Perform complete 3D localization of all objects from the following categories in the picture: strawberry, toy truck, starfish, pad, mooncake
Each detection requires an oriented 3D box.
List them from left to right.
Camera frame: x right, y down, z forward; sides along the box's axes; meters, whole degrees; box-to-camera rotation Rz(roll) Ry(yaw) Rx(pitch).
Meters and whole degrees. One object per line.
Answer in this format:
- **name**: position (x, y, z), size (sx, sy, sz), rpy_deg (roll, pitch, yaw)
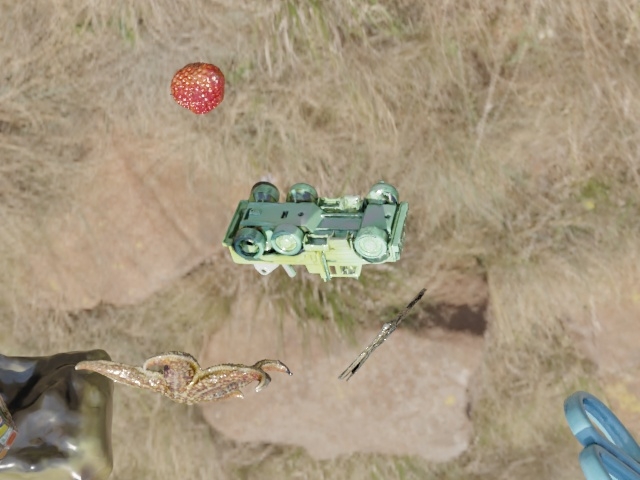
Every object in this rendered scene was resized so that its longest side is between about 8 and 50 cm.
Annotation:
- **mooncake**: position (-0.498, 0.258, 1.468), size (0.394, 0.246, 0.393), rpy_deg (-12, 149, 20)
- **starfish**: position (-0.150, 0.158, 1.137), size (0.238, 0.057, 0.213), rpy_deg (-2, 160, -1)
- **strawberry**: position (-0.156, -0.202, 1.332), size (0.073, 0.073, 0.083), rpy_deg (17, 170, -23)
- **toy truck**: position (0.002, -0.002, 1.492), size (0.259, 0.128, 0.135), rpy_deg (-3, 130, 19)
- **pad**: position (0.126, 0.185, 2.002), size (0.022, 0.233, 0.174), rpy_deg (42, 115, 7)

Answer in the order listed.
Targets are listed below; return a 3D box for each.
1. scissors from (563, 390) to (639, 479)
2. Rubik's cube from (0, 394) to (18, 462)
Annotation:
- **scissors**: position (0.431, 0.327, 1.157), size (0.447, 0.192, 0.029), rpy_deg (37, 113, -25)
- **Rubik's cube**: position (-0.300, 0.151, 0.816), size (0.093, 0.111, 0.111), rpy_deg (-31, 135, -15)
